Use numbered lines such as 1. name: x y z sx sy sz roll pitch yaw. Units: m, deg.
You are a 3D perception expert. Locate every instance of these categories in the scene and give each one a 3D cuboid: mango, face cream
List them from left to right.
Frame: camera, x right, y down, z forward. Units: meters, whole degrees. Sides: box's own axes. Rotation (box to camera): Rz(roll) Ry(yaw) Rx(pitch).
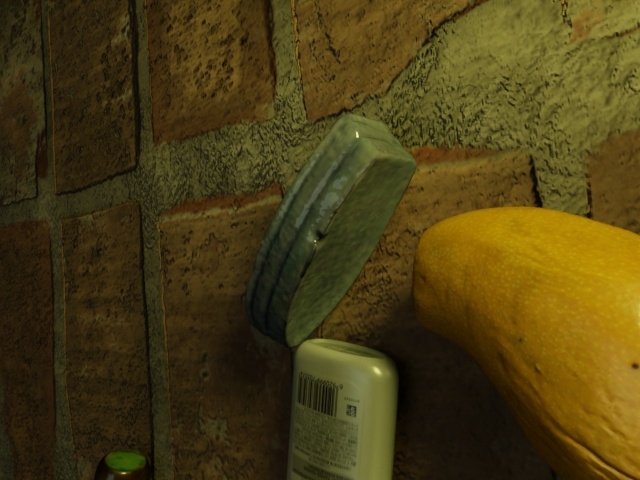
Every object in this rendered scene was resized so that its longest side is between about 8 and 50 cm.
1. face cream: 0.020 0.263 0.743 0.144 0.071 0.291 4 92 44
2. mango: 0.213 0.084 0.519 0.359 0.144 0.187 48 117 35

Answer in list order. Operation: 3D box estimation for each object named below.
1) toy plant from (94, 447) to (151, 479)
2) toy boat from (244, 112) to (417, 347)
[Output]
1. toy plant: -0.319 0.418 1.041 0.093 0.093 0.162 22 105 40
2. toy boat: 0.000 0.000 0.726 0.078 0.127 0.283 40 114 28
